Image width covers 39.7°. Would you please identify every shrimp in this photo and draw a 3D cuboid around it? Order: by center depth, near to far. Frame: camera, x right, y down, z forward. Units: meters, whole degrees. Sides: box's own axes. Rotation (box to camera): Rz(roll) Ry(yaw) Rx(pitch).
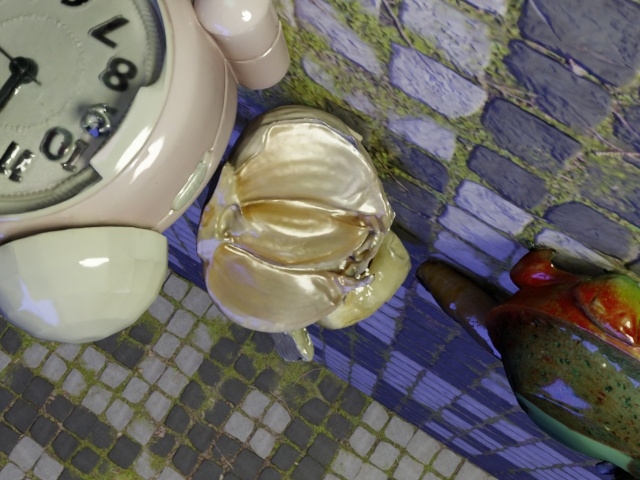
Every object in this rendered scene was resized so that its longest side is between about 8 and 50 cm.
[{"bbox_3d":[0.221,0.110,1.050,0.262,0.066,0.117,45,-174,19],"label":"shrimp"}]

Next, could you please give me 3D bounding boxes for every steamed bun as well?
[{"bbox_3d":[0.000,0.000,1.027,0.172,0.141,0.155,28,156,41],"label":"steamed bun"}]

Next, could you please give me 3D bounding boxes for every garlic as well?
[{"bbox_3d":[-0.031,-0.025,0.890,0.178,0.229,0.143,15,-165,-12],"label":"garlic"}]

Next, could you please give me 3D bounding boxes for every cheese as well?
[{"bbox_3d":[-0.113,-0.036,1.024,0.400,0.034,0.085,62,162,-5],"label":"cheese"}]

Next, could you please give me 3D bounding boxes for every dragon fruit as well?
[{"bbox_3d":[0.278,0.130,0.852,0.268,0.130,0.295,15,157,42],"label":"dragon fruit"}]

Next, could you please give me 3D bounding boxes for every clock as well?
[{"bbox_3d":[-0.230,-0.114,0.737,0.342,0.325,0.184,30,168,16],"label":"clock"}]

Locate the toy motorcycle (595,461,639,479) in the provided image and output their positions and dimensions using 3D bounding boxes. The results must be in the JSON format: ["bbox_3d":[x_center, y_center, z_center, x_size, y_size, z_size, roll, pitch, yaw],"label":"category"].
[{"bbox_3d":[0.405,0.260,0.972,0.275,0.187,0.124,26,-135,-71],"label":"toy motorcycle"}]
